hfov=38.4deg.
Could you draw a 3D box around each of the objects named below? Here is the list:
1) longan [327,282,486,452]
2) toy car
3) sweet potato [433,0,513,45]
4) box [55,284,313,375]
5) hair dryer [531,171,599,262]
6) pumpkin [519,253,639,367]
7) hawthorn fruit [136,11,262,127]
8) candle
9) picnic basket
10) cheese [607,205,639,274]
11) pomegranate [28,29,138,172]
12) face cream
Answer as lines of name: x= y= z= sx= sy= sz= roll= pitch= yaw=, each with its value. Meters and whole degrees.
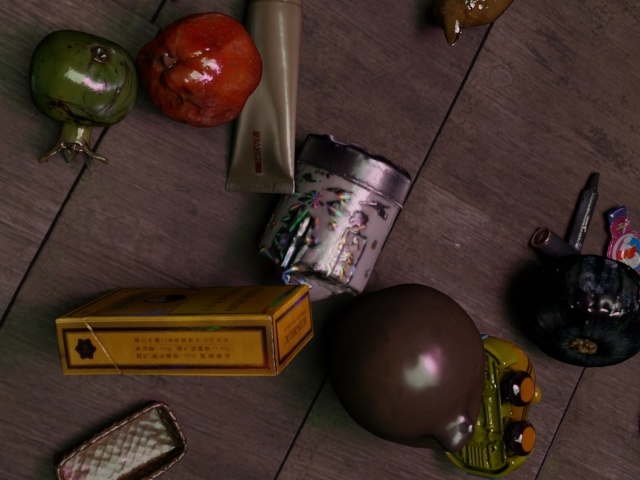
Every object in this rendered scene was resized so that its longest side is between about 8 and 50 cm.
longan: x=0.142 y=0.200 z=1.426 sx=0.243 sy=0.300 sz=0.300 roll=-41 pitch=110 yaw=2
toy car: x=0.293 y=0.274 z=1.572 sx=0.142 sy=0.200 sz=0.247 roll=-12 pitch=102 yaw=-45
sweet potato: x=0.276 y=-0.438 z=1.540 sx=0.124 sy=0.098 sz=0.310 roll=35 pitch=72 yaw=-31
box: x=-0.179 y=0.120 z=1.260 sx=0.301 sy=0.193 sz=0.084 roll=-2 pitch=98 yaw=14
hair dryer: x=0.497 y=-0.023 z=1.705 sx=0.173 sy=0.050 sz=0.195 roll=38 pitch=76 yaw=-25
pumpkin: x=0.463 y=0.124 z=1.606 sx=0.233 sy=0.233 sz=0.163 roll=28 pitch=59 yaw=-23
hawthorn fruit: x=-0.177 y=-0.247 z=1.313 sx=0.179 sy=0.173 sz=0.173 roll=-13 pitch=100 yaw=-36
candle: x=0.000 y=0.000 z=1.413 sx=0.187 sy=0.187 sz=0.330 roll=27 pitch=86 yaw=-24
picnic basket: x=-0.300 y=0.322 z=1.377 sx=0.193 sy=0.055 sz=0.110 roll=-28 pitch=104 yaw=-19
cheese: x=0.577 y=0.007 z=1.743 sx=0.095 sy=0.038 sz=0.145 roll=-24 pitch=105 yaw=-20
pomegranate: x=-0.336 y=-0.192 z=1.275 sx=0.152 sy=0.131 sz=0.191 roll=14 pitch=97 yaw=-27
face cream: x=-0.078 y=-0.242 z=1.396 sx=0.084 sy=0.137 sz=0.341 roll=6 pitch=89 yaw=-53
